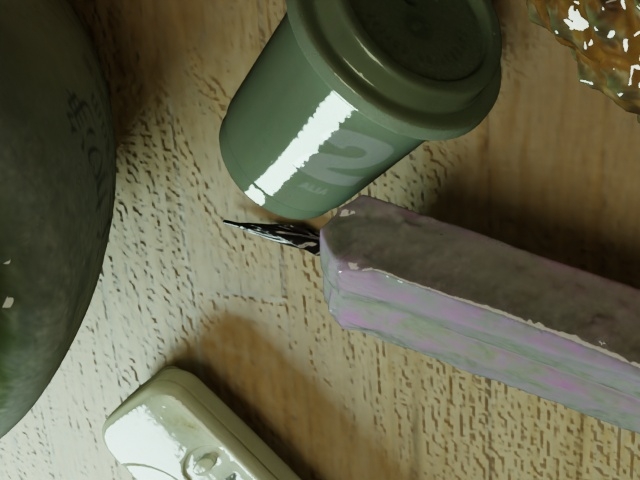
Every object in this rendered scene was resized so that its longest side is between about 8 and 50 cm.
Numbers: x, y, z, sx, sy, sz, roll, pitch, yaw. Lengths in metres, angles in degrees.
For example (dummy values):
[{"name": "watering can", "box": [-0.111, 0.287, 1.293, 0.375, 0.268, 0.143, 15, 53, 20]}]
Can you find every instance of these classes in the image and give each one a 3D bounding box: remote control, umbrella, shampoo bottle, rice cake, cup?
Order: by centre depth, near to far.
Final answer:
[{"name": "cup", "box": [0.011, -0.079, 0.725, 0.120, 0.120, 0.141, 45, 136, -5]}, {"name": "rice cake", "box": [0.142, 0.054, 0.745, 0.297, 0.050, 0.106, 19, 159, 10]}, {"name": "shampoo bottle", "box": [-0.270, -0.028, 0.756, 0.322, 0.317, 0.323, 5, 122, 9]}, {"name": "umbrella", "box": [0.000, 0.003, 0.829, 0.122, 0.013, 0.022, 8, 114, 18]}, {"name": "remote control", "box": [-0.038, 0.178, 0.921, 0.090, 0.049, 0.230, -37, 98, 33]}]

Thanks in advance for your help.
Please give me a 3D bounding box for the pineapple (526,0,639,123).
[{"name": "pineapple", "box": [0.095, -0.198, 0.609, 0.340, 0.169, 0.169, 46, 125, 7]}]
